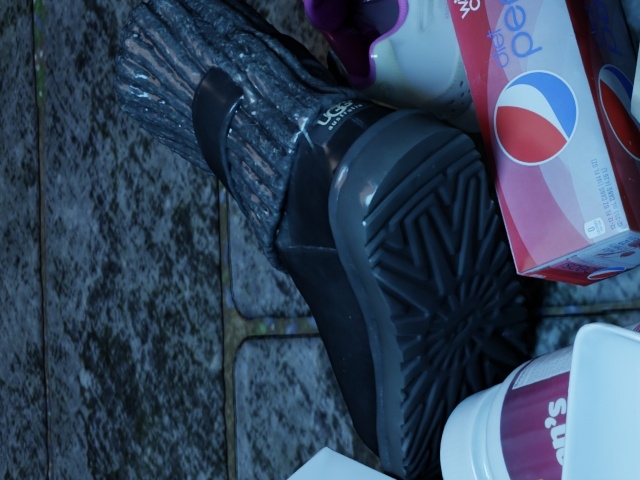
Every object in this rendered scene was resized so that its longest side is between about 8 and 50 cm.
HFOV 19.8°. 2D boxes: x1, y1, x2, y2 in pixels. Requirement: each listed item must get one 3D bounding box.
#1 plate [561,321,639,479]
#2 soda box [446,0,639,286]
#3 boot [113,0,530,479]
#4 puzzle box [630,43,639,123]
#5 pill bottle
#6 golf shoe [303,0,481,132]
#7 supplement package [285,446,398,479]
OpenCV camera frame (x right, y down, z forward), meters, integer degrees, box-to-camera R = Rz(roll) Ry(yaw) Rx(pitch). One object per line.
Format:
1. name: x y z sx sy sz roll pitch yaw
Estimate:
1. plate: 0.256 0.190 0.973 0.277 0.045 0.278 19 125 29
2. soda box: 0.149 -0.108 1.175 0.083 0.092 0.263 -24 70 32
3. boot: 0.003 -0.003 1.244 0.260 0.131 0.348 31 146 37
4. puzzle box: 0.268 -0.133 0.912 0.409 0.052 0.272 89 156 -48
5. pill bottle: 0.179 0.119 1.124 0.221 0.121 0.121 -26 69 51
6. golf shoe: 0.040 -0.213 1.306 0.115 0.140 0.306 -55 47 41
7. supplement package: 0.047 0.279 1.214 0.194 0.149 0.203 19 141 52
